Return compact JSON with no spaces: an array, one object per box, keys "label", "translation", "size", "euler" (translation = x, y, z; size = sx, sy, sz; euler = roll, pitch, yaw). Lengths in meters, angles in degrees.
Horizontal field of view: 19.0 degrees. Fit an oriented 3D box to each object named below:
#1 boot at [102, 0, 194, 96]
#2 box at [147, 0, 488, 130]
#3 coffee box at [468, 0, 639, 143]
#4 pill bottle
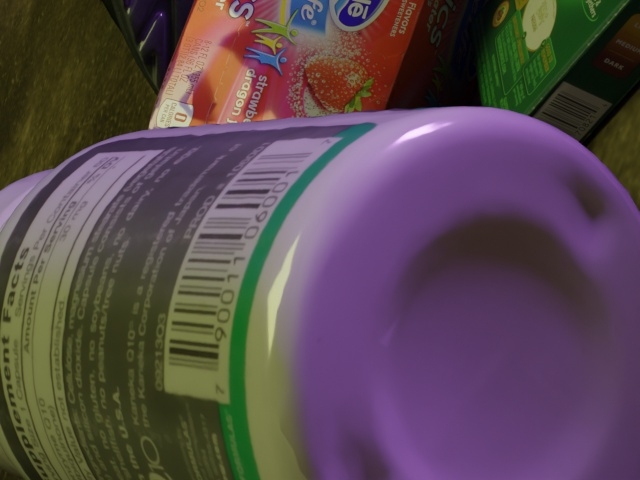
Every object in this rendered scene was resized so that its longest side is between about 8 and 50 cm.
[{"label":"boot","translation":[-0.143,-0.230,1.299],"size":[0.146,0.367,0.445],"euler":[-34,19,-10]},{"label":"box","translation":[0.024,-0.140,1.033],"size":[0.128,0.122,0.256],"euler":[16,81,23]},{"label":"coffee box","translation":[0.142,-0.128,0.921],"size":[0.184,0.040,0.113],"euler":[-52,27,33]},{"label":"pill bottle","translation":[-0.031,0.047,0.862],"size":[0.361,0.204,0.204],"euler":[2,70,57]}]
